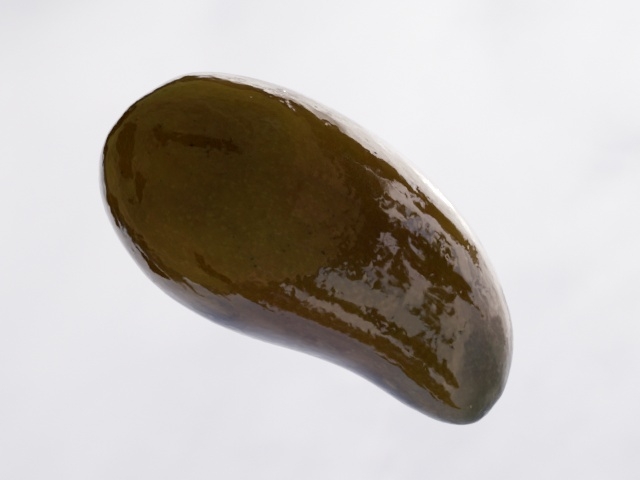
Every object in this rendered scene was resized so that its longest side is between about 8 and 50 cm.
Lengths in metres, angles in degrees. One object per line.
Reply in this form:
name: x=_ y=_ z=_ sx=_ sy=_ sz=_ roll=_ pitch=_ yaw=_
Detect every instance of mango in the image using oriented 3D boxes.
mango: x=0.000 y=0.000 z=0.701 sx=0.102 sy=0.184 sz=0.085 roll=-61 pitch=-178 yaw=-32
